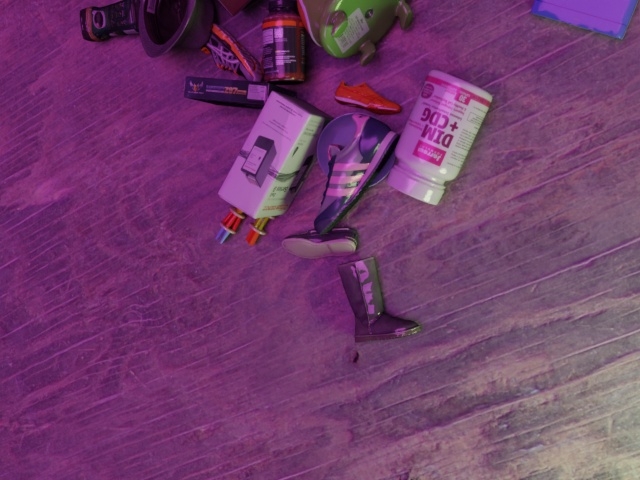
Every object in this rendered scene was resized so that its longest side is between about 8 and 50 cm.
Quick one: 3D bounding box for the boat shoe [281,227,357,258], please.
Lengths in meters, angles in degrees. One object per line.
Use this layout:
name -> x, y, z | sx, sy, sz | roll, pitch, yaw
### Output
boat shoe -> 0.000, 0.000, 1.942 | 0.206, 0.075, 0.065 | -1, 50, 25

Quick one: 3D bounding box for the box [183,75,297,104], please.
box -> -0.200, -0.369, 1.917 | 0.233, 0.183, 0.059 | 9, 96, 20

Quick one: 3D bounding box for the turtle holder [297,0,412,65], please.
turtle holder -> 0.080, -0.600, 1.773 | 0.227, 0.243, 0.320 | 48, 121, 29

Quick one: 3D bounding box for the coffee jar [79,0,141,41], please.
coffee jar -> -0.577, -0.608, 2.098 | 0.184, 0.079, 0.096 | -4, 94, 19

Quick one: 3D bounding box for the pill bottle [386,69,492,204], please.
pill bottle -> 0.270, -0.237, 1.763 | 0.160, 0.160, 0.283 | 26, 102, 17

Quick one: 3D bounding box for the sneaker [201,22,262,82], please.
sneaker -> -0.231, -0.473, 1.981 | 0.083, 0.084, 0.215 | -48, 67, 15

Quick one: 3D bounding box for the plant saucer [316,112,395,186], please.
plant saucer -> 0.089, -0.225, 1.874 | 0.195, 0.037, 0.195 | 2, 114, 4

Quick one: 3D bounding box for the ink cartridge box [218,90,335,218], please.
ink cartridge box -> -0.103, -0.206, 1.878 | 0.121, 0.211, 0.289 | 34, 105, 14

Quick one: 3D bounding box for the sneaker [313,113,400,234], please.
sneaker -> 0.056, -0.162, 1.840 | 0.131, 0.112, 0.319 | 38, 109, 7

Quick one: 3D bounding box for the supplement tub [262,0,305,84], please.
supplement tub -> -0.089, -0.484, 1.851 | 0.106, 0.106, 0.198 | 1, 96, 20

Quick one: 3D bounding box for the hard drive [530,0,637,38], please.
hard drive -> 0.616, -0.626, 1.649 | 0.210, 0.040, 0.318 | 23, 111, 18

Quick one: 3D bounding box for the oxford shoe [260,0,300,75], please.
oxford shoe -> -0.106, -0.518, 1.938 | 0.076, 0.076, 0.212 | 25, 87, -20

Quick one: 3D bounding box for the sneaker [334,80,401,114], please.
sneaker -> 0.118, -0.354, 1.867 | 0.175, 0.064, 0.067 | 20, 90, 15

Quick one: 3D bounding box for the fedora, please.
fedora -> -0.361, -0.588, 1.972 | 0.244, 0.124, 0.275 | -43, 55, 29

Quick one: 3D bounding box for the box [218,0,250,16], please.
box -> -0.134, -0.755, 1.864 | 0.381, 0.143, 0.191 | -36, 109, 16

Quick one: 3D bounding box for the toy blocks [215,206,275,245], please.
toy blocks -> -0.204, -0.036, 2.005 | 0.123, 0.054, 0.148 | 38, 105, 15

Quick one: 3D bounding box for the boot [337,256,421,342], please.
boot -> 0.145, 0.143, 1.886 | 0.190, 0.076, 0.208 | -9, 83, 18
